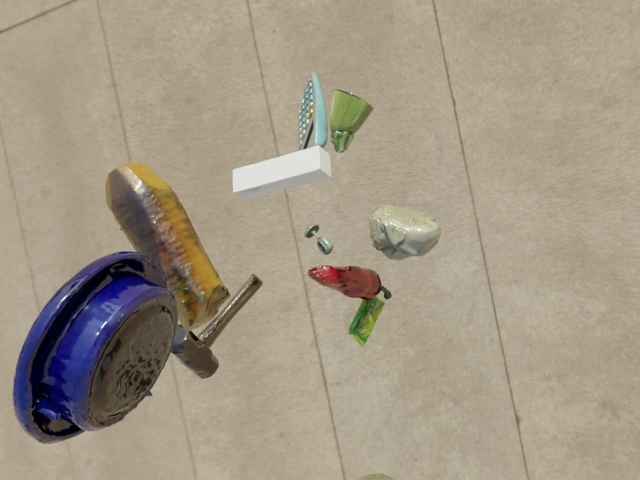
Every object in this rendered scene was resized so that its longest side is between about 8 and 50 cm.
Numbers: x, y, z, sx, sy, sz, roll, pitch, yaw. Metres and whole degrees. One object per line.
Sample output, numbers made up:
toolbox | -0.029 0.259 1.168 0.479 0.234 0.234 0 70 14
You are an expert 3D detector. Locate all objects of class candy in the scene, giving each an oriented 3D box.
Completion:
candy | 0.156 0.260 1.770 0.032 0.102 0.178 0 54 51

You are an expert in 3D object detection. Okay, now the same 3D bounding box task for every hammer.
hammer | -0.336 0.274 1.816 0.095 0.242 0.409 24 61 33

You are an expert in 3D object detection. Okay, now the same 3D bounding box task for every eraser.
eraser | -0.119 -0.199 1.559 0.298 0.076 0.078 -12 72 24

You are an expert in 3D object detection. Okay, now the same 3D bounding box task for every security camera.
security camera | 0.000 0.000 1.542 0.092 0.058 0.058 47 107 26

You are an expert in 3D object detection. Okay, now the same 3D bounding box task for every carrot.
carrot | -0.266 0.008 0.914 0.114 0.114 0.302 -32 89 19

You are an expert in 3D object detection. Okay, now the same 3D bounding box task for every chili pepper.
chili pepper | 0.101 0.132 1.675 0.110 0.387 0.110 -11 73 38

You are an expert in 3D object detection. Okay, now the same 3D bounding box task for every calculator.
calculator | -0.036 -0.399 1.805 0.054 0.256 0.386 3 55 -16

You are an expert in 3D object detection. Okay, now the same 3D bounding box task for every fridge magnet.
fridge magnet | -0.283 0.141 0.695 0.112 0.265 0.265 20 101 13

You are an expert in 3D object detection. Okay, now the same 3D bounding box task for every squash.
squash | 0.054 -0.269 1.220 0.105 0.105 0.132 24 96 16

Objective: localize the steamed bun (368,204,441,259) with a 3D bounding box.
steamed bun | 0.242 -0.010 1.557 0.218 0.211 0.144 11 110 10

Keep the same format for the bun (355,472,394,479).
bun | 0.151 0.682 1.398 0.166 0.173 0.113 -4 70 20
